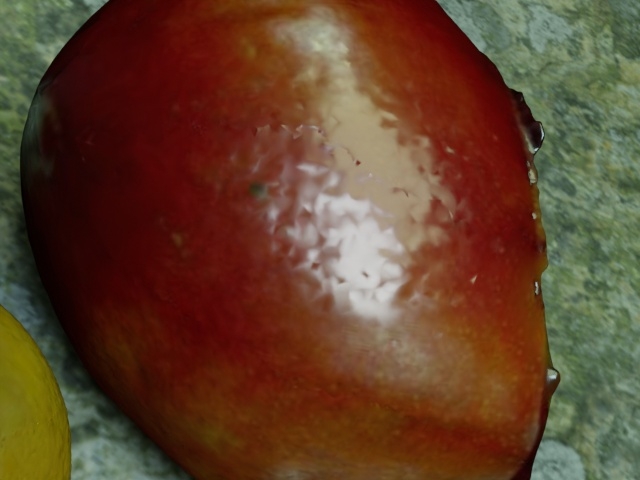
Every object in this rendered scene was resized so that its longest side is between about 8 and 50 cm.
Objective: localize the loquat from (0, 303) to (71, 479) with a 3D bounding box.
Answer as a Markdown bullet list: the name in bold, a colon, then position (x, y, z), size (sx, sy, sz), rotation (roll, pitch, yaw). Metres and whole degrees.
- **loquat**: position (-0.213, 0.087, 0.730), size (0.208, 0.208, 0.208), rotation (22, 42, -21)

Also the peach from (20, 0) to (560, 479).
- **peach**: position (0.000, 0.000, 0.932), size (0.338, 0.281, 0.281), rotation (43, 38, 11)
